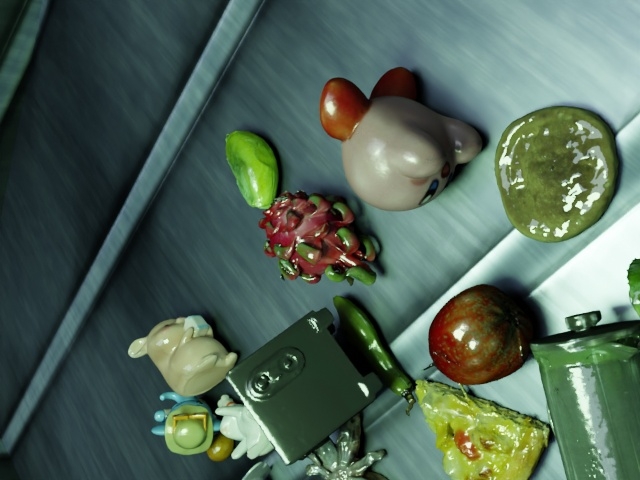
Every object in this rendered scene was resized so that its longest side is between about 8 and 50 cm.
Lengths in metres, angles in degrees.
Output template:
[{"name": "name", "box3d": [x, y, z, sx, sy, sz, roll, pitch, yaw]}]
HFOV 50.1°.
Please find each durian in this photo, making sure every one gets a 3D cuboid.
[{"name": "durian", "box3d": [-0.177, -0.187, 1.710, 0.139, 0.101, 0.250, -44, 65, 40]}]

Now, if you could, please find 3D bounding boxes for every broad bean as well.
[{"name": "broad bean", "box3d": [0.119, 0.241, 1.493, 0.067, 0.075, 0.325, -36, 63, -7]}]

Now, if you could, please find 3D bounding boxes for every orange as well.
[{"name": "orange", "box3d": [-0.284, 0.582, 1.937, 0.085, 0.085, 0.085, 7, 100, 45]}]

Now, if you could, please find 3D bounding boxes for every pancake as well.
[{"name": "pancake", "box3d": [0.390, -0.117, 1.178, 0.242, 0.050, 0.241, 6, 98, 45]}]

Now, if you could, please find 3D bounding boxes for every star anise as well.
[{"name": "star anise", "box3d": [0.052, 0.507, 1.547, 0.198, 0.110, 0.257, -30, 78, 18]}]

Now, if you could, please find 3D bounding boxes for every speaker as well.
[{"name": "speaker", "box3d": [-0.025, 0.309, 1.453, 0.232, 0.254, 0.184, 53, 173, 13]}]

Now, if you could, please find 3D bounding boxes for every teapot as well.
[{"name": "teapot", "box3d": [0.444, 0.283, 1.093, 0.270, 0.200, 0.337, 137, 122, -77]}]

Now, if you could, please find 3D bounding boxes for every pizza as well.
[{"name": "pizza", "box3d": [0.275, 0.387, 1.341, 0.288, 0.075, 0.280, 39, 120, 35]}]

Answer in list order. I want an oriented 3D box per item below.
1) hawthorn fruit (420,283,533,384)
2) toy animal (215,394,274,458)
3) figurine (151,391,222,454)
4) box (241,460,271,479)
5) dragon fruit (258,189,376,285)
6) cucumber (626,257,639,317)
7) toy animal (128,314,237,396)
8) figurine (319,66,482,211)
[{"name": "hawthorn fruit", "box3d": [0.265, 0.182, 1.252, 0.235, 0.181, 0.181, -35, 70, 38]}, {"name": "toy animal", "box3d": [-0.208, 0.486, 1.800, 0.282, 0.138, 0.140, -11, 92, 47]}, {"name": "figurine", "box3d": [-0.379, 0.511, 1.928, 0.262, 0.180, 0.153, -1, 62, 64]}, {"name": "box", "box3d": [-0.148, 0.722, 1.729, 0.206, 0.262, 0.291, 41, 114, 20]}, {"name": "dragon fruit", "box3d": [-0.007, -0.007, 1.505, 0.273, 0.218, 0.198, 5, 136, 40]}, {"name": "cucumber", "box3d": [0.571, 0.056, 0.969, 0.244, 0.134, 0.134, -21, 80, 42]}, {"name": "toy animal", "box3d": [-0.380, 0.312, 1.919, 0.256, 0.195, 0.213, 47, 118, 34]}, {"name": "figurine", "box3d": [0.138, -0.172, 1.309, 0.261, 0.270, 0.211, 43, 130, 21]}]
